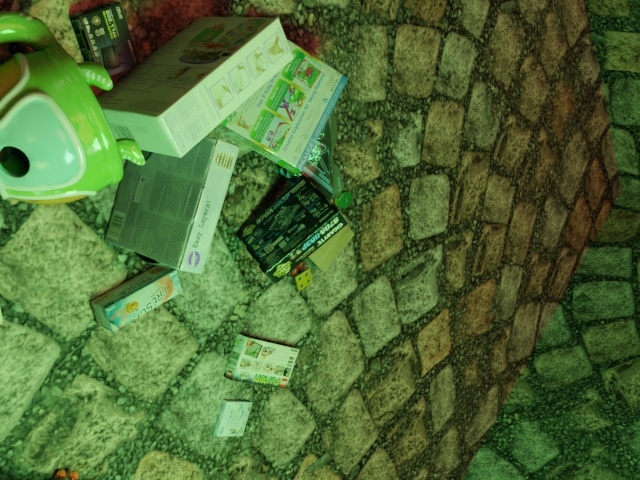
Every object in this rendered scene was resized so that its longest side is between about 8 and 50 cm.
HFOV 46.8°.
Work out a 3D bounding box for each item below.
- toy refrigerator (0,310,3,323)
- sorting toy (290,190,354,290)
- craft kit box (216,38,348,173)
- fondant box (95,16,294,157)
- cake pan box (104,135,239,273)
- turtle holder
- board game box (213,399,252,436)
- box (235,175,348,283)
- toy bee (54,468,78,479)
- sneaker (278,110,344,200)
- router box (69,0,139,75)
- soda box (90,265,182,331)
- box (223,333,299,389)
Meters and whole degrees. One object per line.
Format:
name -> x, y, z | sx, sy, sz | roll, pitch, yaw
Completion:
toy refrigerator -> -0.663, 0.125, 1.184 | 0.270, 0.094, 0.102 | -22, 117, -44
sorting toy -> 0.000, 0.000, 1.928 | 0.274, 0.046, 0.132 | -52, 136, -9
craft kit box -> -0.099, -0.313, 1.629 | 0.247, 0.061, 0.249 | 31, 77, -19
fondant box -> -0.245, -0.304, 1.412 | 0.330, 0.238, 0.096 | -49, 133, -27
cake pan box -> -0.293, -0.082, 1.424 | 0.070, 0.246, 0.266 | 17, 88, -50
turtle holder -> -0.457, -0.202, 1.200 | 0.227, 0.243, 0.320 | -31, 143, -21
board game box -> -0.219, 0.443, 1.850 | 0.090, 0.020, 0.090 | 17, 89, -50
box -> -0.069, -0.027, 1.695 | 0.220, 0.175, 0.051 | -41, 134, -1
toy bee -> -0.531, 0.519, 1.438 | 0.195, 0.298, 0.162 | 14, 59, -17
sneaker -> -0.034, -0.221, 1.769 | 0.140, 0.125, 0.340 | -38, 127, -33
router box -> -0.398, -0.369, 1.371 | 0.092, 0.038, 0.122 | -37, 127, -37
soda box -> -0.377, 0.115, 1.530 | 0.183, 0.063, 0.058 | -32, 125, -39
box -> -0.146, 0.309, 1.877 | 0.207, 0.036, 0.114 | 24, 84, -50
